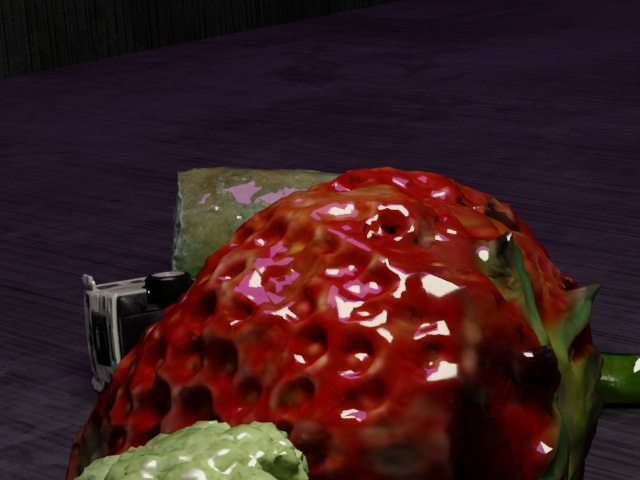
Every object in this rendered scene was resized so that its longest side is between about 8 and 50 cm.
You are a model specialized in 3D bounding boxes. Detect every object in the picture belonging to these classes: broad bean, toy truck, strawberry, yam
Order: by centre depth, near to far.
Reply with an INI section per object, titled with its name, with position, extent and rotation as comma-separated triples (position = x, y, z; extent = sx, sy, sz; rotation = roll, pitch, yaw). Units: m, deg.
[strawberry]
position = 0.009, 0.087, 1.154
extent = 0.310, 0.291, 0.292
rotation = 17, 20, 16
[broad bean]
position = 0.222, 0.101, 1.501
extent = 0.195, 0.046, 0.061
rotation = -3, 1, -13
[toy truck]
position = -0.078, 0.061, 1.655
extent = 0.242, 0.101, 0.125
rotation = -9, 10, -27
[yam]
position = 0.000, 0.000, 1.842
extent = 0.330, 0.133, 0.133
rotation = 3, 15, 15

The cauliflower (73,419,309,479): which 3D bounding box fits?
[cauliflower]
position = -0.048, 0.219, 0.865
extent = 0.250, 0.275, 0.272
rotation = 31, -21, -2
